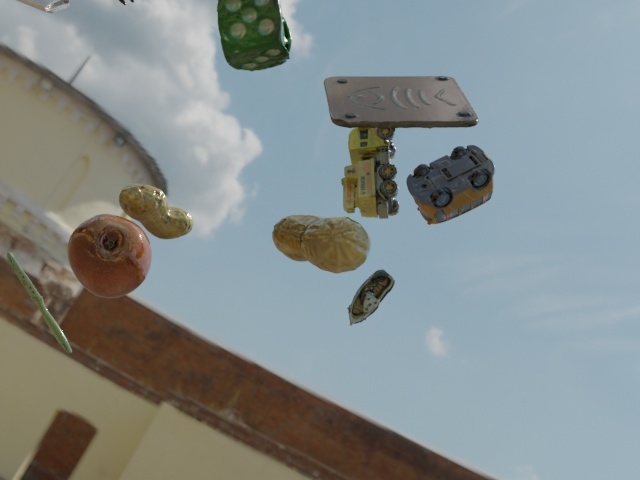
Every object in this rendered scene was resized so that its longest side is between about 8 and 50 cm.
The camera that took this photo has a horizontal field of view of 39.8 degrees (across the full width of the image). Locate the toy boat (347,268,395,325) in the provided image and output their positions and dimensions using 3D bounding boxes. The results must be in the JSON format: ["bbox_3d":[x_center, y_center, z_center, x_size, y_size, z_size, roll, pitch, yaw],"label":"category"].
[{"bbox_3d":[0.062,0.073,1.109,0.038,0.083,0.038,35,11,-7],"label":"toy boat"}]

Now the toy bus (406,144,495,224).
[{"bbox_3d":[0.323,-0.128,2.167,0.126,0.209,0.136,59,-7,42],"label":"toy bus"}]

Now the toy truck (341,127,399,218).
[{"bbox_3d":[0.133,-0.189,2.416,0.157,0.272,0.124,-4,-28,6],"label":"toy truck"}]

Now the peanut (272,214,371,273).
[{"bbox_3d":[0.000,0.000,2.111,0.147,0.147,0.305,41,-14,-30],"label":"peanut"}]

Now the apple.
[{"bbox_3d":[-0.505,0.032,2.115,0.201,0.201,0.162,27,-27,7],"label":"apple"}]

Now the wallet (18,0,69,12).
[{"bbox_3d":[-0.481,-0.409,1.464,0.122,0.061,0.025,25,-52,18],"label":"wallet"}]

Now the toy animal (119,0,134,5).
[{"bbox_3d":[-0.383,-0.607,1.802,0.087,0.243,0.260,-24,-91,29],"label":"toy animal"}]

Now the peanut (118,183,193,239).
[{"bbox_3d":[-0.428,-0.072,2.305,0.103,0.098,0.229,-19,-40,30],"label":"peanut"}]

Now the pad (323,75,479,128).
[{"bbox_3d":[0.153,-0.281,1.764,0.284,0.286,0.018,-1,-62,-3],"label":"pad"}]

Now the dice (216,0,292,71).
[{"bbox_3d":[-0.121,-0.391,1.626,0.120,0.131,0.128,-9,-7,7],"label":"dice"}]

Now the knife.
[{"bbox_3d":[-0.488,0.108,1.534,0.207,0.014,0.030,57,-39,1],"label":"knife"}]
